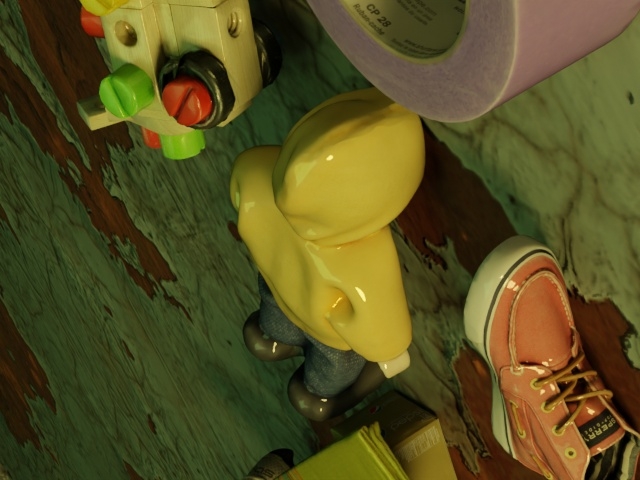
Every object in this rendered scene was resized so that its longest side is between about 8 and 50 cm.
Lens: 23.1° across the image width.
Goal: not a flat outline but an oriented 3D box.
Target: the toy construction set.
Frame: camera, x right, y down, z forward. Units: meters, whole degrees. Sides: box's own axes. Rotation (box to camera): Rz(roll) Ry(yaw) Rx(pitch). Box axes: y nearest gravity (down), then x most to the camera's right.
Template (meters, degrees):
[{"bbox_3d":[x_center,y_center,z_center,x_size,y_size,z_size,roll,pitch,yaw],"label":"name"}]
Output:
[{"bbox_3d":[-0.133,-0.171,0.976,0.215,0.151,0.327,10,139,31],"label":"toy construction set"}]

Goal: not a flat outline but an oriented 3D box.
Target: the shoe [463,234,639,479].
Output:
[{"bbox_3d":[0.131,0.076,0.845,0.081,0.063,0.178,40,156,38],"label":"shoe"}]

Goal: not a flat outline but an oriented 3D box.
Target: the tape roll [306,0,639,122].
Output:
[{"bbox_3d":[0.054,-0.153,0.693,0.189,0.080,0.189,46,155,29],"label":"tape roll"}]

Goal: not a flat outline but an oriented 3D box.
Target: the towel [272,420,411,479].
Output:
[{"bbox_3d":[0.026,0.191,1.112,0.102,0.021,0.237,52,157,4],"label":"towel"}]

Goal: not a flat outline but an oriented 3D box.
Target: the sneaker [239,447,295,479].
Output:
[{"bbox_3d":[0.004,0.238,1.326,0.170,0.075,0.063,39,141,-8],"label":"sneaker"}]

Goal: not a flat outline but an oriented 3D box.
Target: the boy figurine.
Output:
[{"bbox_3d":[0.000,0.000,0.987,0.177,0.092,0.285,49,155,25],"label":"boy figurine"}]

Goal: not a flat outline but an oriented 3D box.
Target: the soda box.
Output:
[{"bbox_3d":[0.069,0.202,1.135,0.061,0.058,0.181,27,141,54],"label":"soda box"}]
